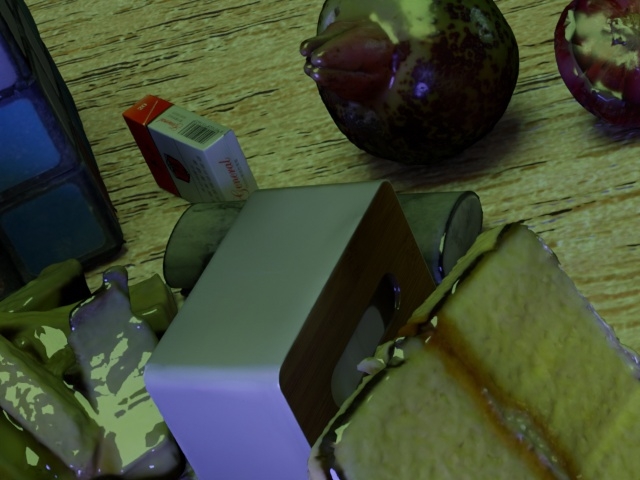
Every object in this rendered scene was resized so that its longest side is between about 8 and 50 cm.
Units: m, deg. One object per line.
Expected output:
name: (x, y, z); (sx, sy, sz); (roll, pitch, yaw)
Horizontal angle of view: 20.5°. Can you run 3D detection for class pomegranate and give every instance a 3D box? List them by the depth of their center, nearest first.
pomegranate: (0.071, -0.175, 1.707); (0.214, 0.214, 0.248); (9, 10, 38)

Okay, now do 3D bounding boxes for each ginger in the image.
ginger: (-0.287, 0.122, 1.513); (0.358, 0.211, 0.413); (7, 42, 29)

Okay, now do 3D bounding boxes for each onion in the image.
onion: (0.293, -0.173, 1.712); (0.150, 0.140, 0.150); (1, 75, -4)

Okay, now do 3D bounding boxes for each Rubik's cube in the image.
Rubik's cube: (-0.450, -0.128, 1.850); (0.359, 0.363, 0.362); (-25, 37, -5)

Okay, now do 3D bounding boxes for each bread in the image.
bread: (0.136, 0.149, 1.253); (0.198, 0.236, 0.263); (11, 48, 40)

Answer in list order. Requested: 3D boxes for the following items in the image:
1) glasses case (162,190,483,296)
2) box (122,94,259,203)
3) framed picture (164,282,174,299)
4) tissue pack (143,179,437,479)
glasses case: (0.000, 0.000, 1.676); (0.299, 0.060, 0.114); (-1, 44, 29)
box: (-0.132, -0.085, 1.827); (0.048, 0.100, 0.152); (-39, 38, -25)
framed picture: (-0.257, 0.156, 1.644); (0.293, 0.018, 0.231); (-20, 35, -1)
tissue pack: (-0.018, 0.082, 1.498); (0.136, 0.159, 0.246); (-1, 42, 31)
